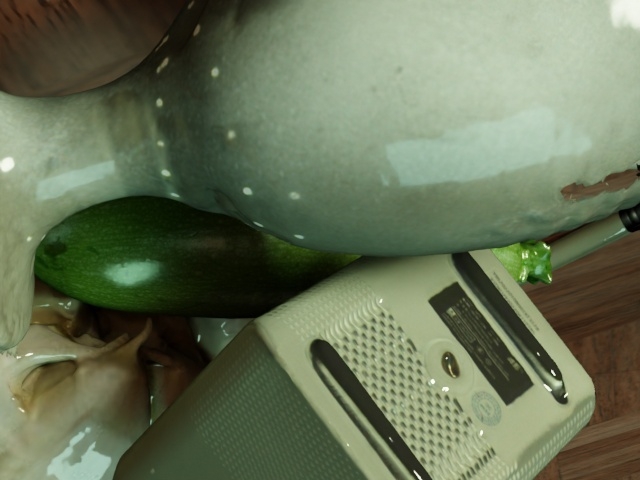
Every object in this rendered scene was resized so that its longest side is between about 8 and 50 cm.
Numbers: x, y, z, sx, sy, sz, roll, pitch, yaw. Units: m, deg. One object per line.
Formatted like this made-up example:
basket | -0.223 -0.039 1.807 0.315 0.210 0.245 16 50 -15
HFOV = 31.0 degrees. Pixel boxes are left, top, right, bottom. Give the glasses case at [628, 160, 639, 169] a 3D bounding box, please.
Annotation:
glasses case | 0.190 -0.083 0.756 0.204 0.051 0.081 0 150 -27

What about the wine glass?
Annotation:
wine glass | -0.011 -0.066 0.544 0.357 0.190 0.190 -14 152 -4

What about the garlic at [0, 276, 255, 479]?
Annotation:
garlic | -0.151 0.106 0.782 0.281 0.184 0.203 10 151 -37

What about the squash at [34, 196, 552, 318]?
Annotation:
squash | 0.000 0.000 0.758 0.395 0.107 0.107 4 147 -32

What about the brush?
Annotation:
brush | 0.237 -0.008 0.932 0.299 0.042 0.039 -32 -172 30

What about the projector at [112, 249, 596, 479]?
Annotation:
projector | 0.009 0.120 0.657 0.177 0.163 0.242 -28 165 -45
